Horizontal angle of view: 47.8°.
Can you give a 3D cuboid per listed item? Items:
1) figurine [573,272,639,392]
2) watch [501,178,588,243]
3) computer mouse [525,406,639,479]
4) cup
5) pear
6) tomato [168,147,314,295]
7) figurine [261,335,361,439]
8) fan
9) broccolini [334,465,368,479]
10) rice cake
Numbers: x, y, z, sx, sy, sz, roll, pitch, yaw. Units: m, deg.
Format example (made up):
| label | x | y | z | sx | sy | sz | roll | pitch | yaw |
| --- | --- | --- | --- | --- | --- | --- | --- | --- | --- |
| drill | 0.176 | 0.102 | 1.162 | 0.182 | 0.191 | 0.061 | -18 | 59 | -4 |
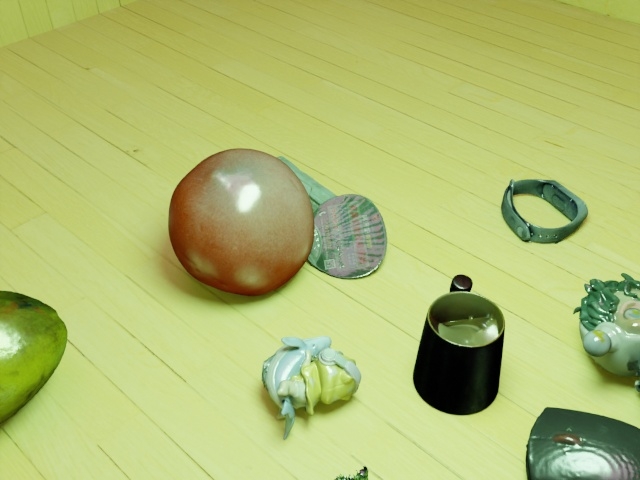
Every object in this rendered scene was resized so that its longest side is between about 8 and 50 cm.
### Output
| label | x | y | z | sx | sy | sz | roll | pitch | yaw |
| --- | --- | --- | --- | --- | --- | --- | --- | --- | --- |
| figurine | 0.609 | 0.212 | 1.322 | 0.261 | 0.186 | 0.382 | 14 | 32 | -23 |
| watch | 0.537 | -0.079 | 1.777 | 0.193 | 0.068 | 0.206 | -17 | 44 | -19 |
| computer mouse | 0.482 | 0.374 | 1.207 | 0.269 | 0.100 | 0.170 | 14 | 40 | 17 |
| cup | 0.249 | 0.184 | 1.378 | 0.166 | 0.177 | 0.239 | -13 | 41 | -13 |
| pear | -0.620 | 0.216 | 1.298 | 0.321 | 0.269 | 0.269 | -25 | 45 | -26 |
| tomato | -0.171 | -0.048 | 1.558 | 0.321 | 0.321 | 0.321 | -1 | 40 | 0 |
| figurine | -0.023 | 0.261 | 1.338 | 0.184 | 0.128 | 0.208 | 14 | 50 | 13 |
| fan | 0.027 | 0.016 | 1.676 | 0.294 | 0.012 | 0.223 | -36 | 62 | -10 |
| broccolini | 0.077 | 0.484 | 1.123 | 0.123 | 0.062 | 0.271 | -24 | 47 | -11 |
| rice cake | -0.031 | -0.127 | 1.847 | 0.066 | 0.063 | 0.336 | -26 | 45 | -33 |
